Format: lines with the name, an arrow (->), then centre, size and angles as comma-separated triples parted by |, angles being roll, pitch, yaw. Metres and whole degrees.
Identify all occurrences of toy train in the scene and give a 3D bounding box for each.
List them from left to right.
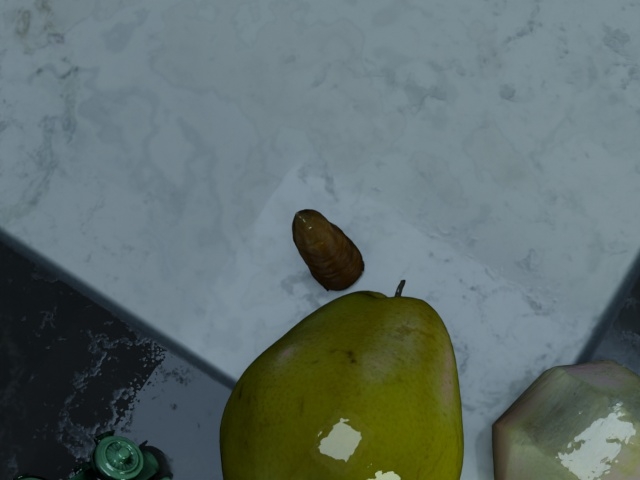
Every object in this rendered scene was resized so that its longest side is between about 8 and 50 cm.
toy train -> -0.264, 0.321, 1.142 | 0.154, 0.269, 0.115 | 48, 119, 17

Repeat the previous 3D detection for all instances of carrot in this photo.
carrot -> 0.000, 0.000, 1.241 | 0.072, 0.205, 0.072 | -5, 68, 13

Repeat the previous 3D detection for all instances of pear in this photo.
pear -> 0.022, 0.203, 1.155 | 0.285, 0.285, 0.336 | -6, 59, 1

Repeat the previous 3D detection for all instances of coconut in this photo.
coconut -> 0.303, 0.262, 1.159 | 0.237, 0.197, 0.236 | 1, 76, -3
